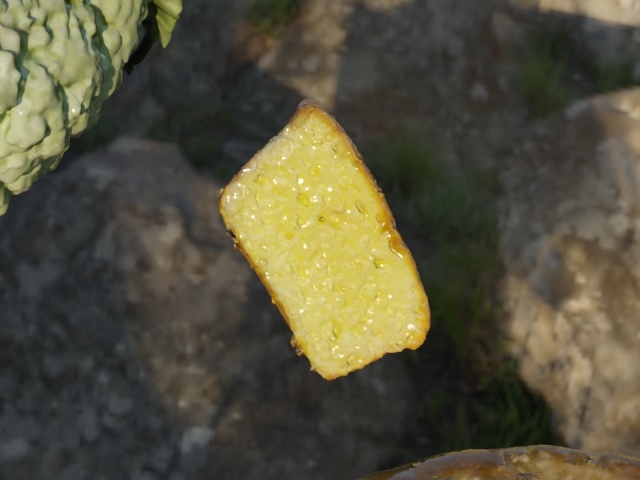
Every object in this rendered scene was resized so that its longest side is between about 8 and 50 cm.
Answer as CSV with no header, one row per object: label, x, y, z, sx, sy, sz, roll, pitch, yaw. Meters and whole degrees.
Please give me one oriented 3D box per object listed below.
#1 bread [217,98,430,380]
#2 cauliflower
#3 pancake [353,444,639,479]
bread,0.000,0.000,1.039,0.103,0.187,0.065,-31,23,1
cauliflower,-0.196,-0.146,0.712,0.239,0.256,0.315,3,-27,48
pancake,0.094,0.186,0.751,0.282,0.049,0.282,-3,28,1
